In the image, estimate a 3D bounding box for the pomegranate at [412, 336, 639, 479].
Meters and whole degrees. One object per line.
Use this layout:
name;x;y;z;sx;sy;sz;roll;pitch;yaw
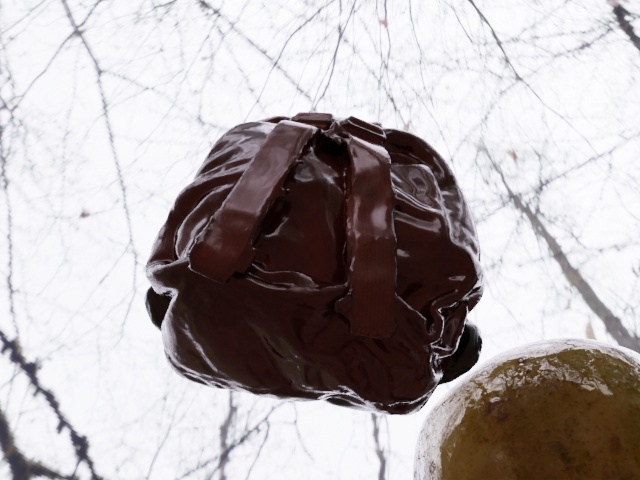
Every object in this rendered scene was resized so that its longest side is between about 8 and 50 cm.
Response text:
pomegranate;0.322;0.323;1.213;0.417;0.416;0.416;1;-71;3

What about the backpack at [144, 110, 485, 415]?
backpack;0.000;0.002;0.631;0.229;0.229;0.138;4;-43;3
